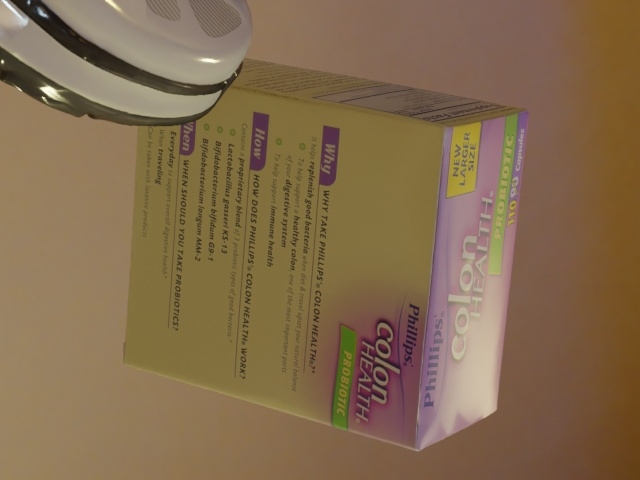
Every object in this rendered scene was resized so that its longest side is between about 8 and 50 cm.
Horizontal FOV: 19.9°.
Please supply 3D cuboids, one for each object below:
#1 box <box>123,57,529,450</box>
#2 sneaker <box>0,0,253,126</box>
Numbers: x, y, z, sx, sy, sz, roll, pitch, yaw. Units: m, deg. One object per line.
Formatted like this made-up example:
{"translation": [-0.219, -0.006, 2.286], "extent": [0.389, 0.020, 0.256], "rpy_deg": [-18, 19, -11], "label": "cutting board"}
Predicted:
{"translation": [0.000, 0.000, 1.236], "extent": [0.243, 0.214, 0.117], "rpy_deg": [13, -164, 32], "label": "box"}
{"translation": [-0.105, -0.226, 0.777], "extent": [0.257, 0.447, 0.169], "rpy_deg": [-38, -129, 13], "label": "sneaker"}
